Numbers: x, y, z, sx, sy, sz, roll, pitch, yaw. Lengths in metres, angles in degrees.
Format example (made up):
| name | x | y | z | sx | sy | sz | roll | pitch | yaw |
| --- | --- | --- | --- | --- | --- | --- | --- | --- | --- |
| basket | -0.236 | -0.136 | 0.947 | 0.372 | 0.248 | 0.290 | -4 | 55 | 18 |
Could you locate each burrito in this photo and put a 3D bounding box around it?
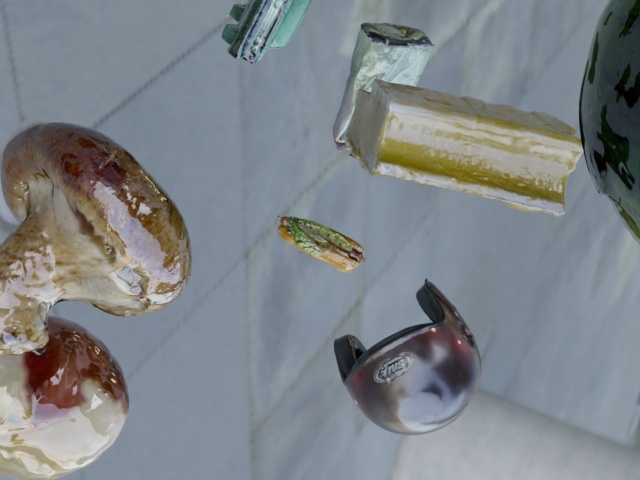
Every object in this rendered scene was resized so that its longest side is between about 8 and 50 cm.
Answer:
| name | x | y | z | sx | sy | sz | roll | pitch | yaw |
| --- | --- | --- | --- | --- | --- | --- | --- | --- | --- |
| burrito | 0.087 | -0.243 | 1.976 | 0.144 | 0.089 | 0.229 | -2 | 129 | -36 |

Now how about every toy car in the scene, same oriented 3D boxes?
| name | x | y | z | sx | sy | sz | roll | pitch | yaw |
| --- | --- | --- | --- | --- | --- | --- | --- | --- | --- |
| toy car | -0.068 | -0.347 | 1.769 | 0.141 | 0.097 | 0.321 | -60 | -170 | 18 |

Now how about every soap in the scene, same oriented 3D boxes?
| name | x | y | z | sx | sy | sz | roll | pitch | yaw |
| --- | --- | --- | --- | --- | --- | --- | --- | --- | --- |
| soap | 0.193 | -0.132 | 1.721 | 0.259 | 0.281 | 0.143 | -128 | -132 | -74 |

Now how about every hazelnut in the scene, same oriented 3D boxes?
| name | x | y | z | sx | sy | sz | roll | pitch | yaw |
| --- | --- | --- | --- | --- | --- | --- | --- | --- | --- |
| hazelnut | -0.396 | 0.211 | 1.697 | 0.241 | 0.261 | 0.261 | -87 | -179 | -54 |

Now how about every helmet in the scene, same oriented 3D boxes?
| name | x | y | z | sx | sy | sz | roll | pitch | yaw |
| --- | --- | --- | --- | --- | --- | --- | --- | --- | --- |
| helmet | 0.128 | 0.175 | 1.710 | 0.189 | 0.193 | 0.216 | -33 | 165 | 13 |

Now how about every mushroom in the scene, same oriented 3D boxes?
| name | x | y | z | sx | sy | sz | roll | pitch | yaw |
| --- | --- | --- | --- | --- | --- | --- | --- | --- | --- |
| mushroom | -0.279 | -0.010 | 1.431 | 0.254 | 0.267 | 0.267 | -72 | 169 | -54 |

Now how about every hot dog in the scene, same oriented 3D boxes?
| name | x | y | z | sx | sy | sz | roll | pitch | yaw |
| --- | --- | --- | --- | --- | --- | --- | --- | --- | --- |
| hot dog | 0.000 | 0.000 | 1.632 | 0.041 | 0.133 | 0.056 | 108 | 9 | -52 |

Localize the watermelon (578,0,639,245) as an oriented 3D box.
| name | x | y | z | sx | sy | sz | roll | pitch | yaw |
| --- | --- | --- | --- | --- | --- | --- | --- | --- | --- |
| watermelon | 0.371 | -0.093 | 0.880 | 0.363 | 0.363 | 0.363 | -50 | 151 | -41 |
